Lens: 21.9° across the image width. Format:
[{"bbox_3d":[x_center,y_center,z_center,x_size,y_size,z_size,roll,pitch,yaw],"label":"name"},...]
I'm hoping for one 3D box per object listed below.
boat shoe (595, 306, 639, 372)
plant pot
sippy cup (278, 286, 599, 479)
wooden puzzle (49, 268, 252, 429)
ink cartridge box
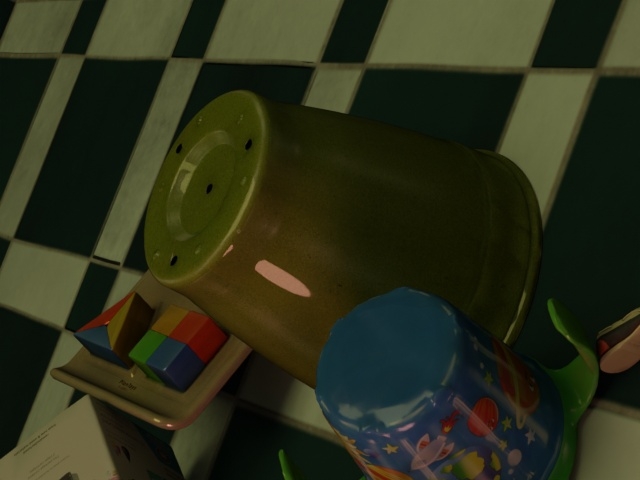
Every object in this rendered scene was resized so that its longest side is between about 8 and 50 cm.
[{"bbox_3d":[0.327,0.083,1.657,0.137,0.049,0.043,-44,35,40],"label":"boat shoe"},{"bbox_3d":[0.000,0.000,1.911,0.366,0.353,0.366,-36,42,40],"label":"plant pot"},{"bbox_3d":[0.113,0.169,1.682,0.240,0.224,0.305,22,73,43],"label":"sippy cup"},{"bbox_3d":[-0.183,0.084,2.231,0.348,0.080,0.322,-47,32,-21],"label":"wooden puzzle"},{"bbox_3d":[-0.280,0.386,2.140,0.197,0.198,0.270,-37,49,10],"label":"ink cartridge box"}]
